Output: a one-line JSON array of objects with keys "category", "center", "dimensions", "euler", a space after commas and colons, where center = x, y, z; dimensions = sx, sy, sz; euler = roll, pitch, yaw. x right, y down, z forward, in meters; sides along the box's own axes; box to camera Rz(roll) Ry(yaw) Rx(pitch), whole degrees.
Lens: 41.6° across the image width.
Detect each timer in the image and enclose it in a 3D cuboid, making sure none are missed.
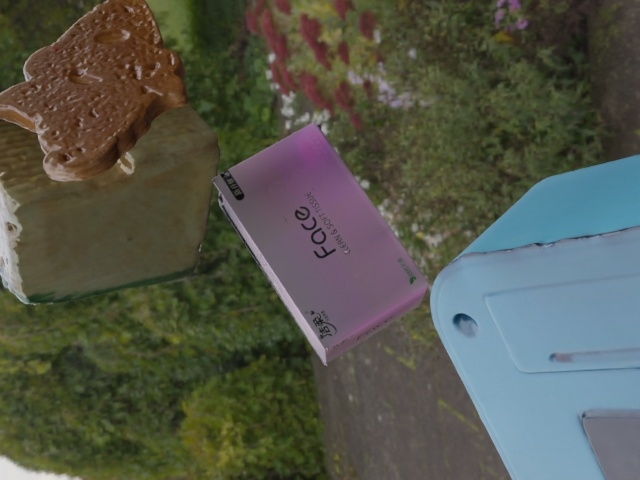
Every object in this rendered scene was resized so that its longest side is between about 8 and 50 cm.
[{"category": "timer", "center": [0.192, 0.084, 0.360], "dimensions": [0.231, 0.091, 0.250], "euler": [-12, 107, 46]}]

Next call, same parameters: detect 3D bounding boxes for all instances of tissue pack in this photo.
[{"category": "tissue pack", "center": [0.000, 0.000, 0.994], "dimensions": [0.246, 0.148, 0.092], "euler": [55, 167, 17]}]

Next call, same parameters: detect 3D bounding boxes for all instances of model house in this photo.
[{"category": "model house", "center": [-0.428, -0.120, 1.518], "dimensions": [0.343, 0.382, 0.335], "euler": [51, 141, 32]}]

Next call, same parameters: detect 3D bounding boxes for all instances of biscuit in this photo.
[{"category": "biscuit", "center": [-0.218, -0.159, 0.835], "dimensions": [0.043, 0.183, 0.280], "euler": [92, 180, -46]}]
